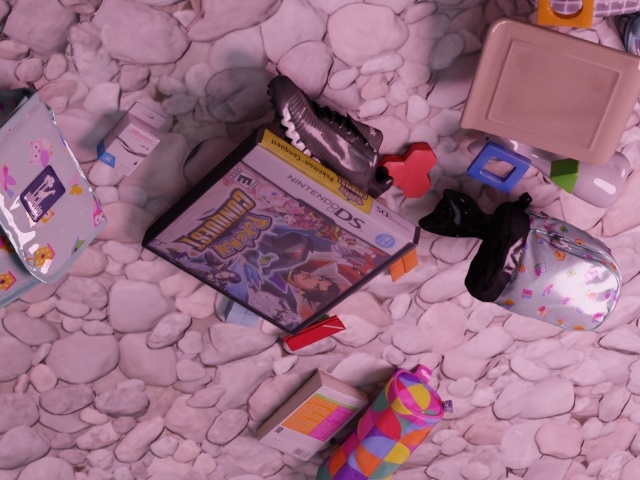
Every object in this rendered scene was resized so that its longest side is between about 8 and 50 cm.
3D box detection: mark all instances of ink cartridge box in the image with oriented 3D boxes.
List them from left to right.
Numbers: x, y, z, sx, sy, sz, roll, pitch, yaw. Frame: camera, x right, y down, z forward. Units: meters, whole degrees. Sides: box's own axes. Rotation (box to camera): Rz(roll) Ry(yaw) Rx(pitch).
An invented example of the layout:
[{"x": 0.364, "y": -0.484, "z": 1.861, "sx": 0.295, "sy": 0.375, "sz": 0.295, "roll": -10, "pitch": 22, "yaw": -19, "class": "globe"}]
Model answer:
[{"x": -0.232, "y": -0.124, "z": 1.952, "sx": 0.048, "sy": 0.028, "sz": 0.083, "roll": 30, "pitch": 117, "yaw": -30, "class": "ink cartridge box"}]

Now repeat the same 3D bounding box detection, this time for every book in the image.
[{"x": -0.011, "y": 0.258, "z": 2.305, "sx": 0.096, "sy": 0.035, "sz": 0.144, "roll": 29, "pitch": 119, "yaw": -33, "class": "book"}]

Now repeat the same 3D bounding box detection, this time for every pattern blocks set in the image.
[{"x": 0.000, "y": 0.000, "z": 2.102, "sx": 0.285, "sy": 0.026, "sz": 0.325, "roll": 3, "pitch": 128, "yaw": -14, "class": "pattern blocks set"}]

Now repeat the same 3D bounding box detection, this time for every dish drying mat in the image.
[{"x": -0.008, "y": 0.129, "z": 2.190, "sx": 0.083, "sy": 0.008, "sz": 0.032, "roll": -25, "pitch": 134, "yaw": 13, "class": "dish drying mat"}]

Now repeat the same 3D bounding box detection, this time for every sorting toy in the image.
[{"x": 0.280, "y": -0.185, "z": 1.899, "sx": 0.196, "sy": 0.047, "sz": 0.348, "roll": 14, "pitch": 139, "yaw": 1, "class": "sorting toy"}]

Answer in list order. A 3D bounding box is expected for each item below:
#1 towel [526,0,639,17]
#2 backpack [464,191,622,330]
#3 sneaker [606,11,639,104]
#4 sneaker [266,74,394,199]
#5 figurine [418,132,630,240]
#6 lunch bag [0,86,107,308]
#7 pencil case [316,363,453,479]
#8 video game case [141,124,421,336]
[{"x": 0.375, "y": -0.361, "z": 1.775, "sx": 0.283, "sy": 0.121, "sz": 0.235, "roll": -4, "pitch": 148, "yaw": 0, "class": "towel"}, {"x": 0.292, "y": 0.042, "z": 2.026, "sx": 0.182, "sy": 0.115, "sz": 0.152, "roll": 18, "pitch": 119, "yaw": -13, "class": "backpack"}, {"x": 0.434, "y": -0.205, "z": 1.960, "sx": 0.110, "sy": 0.122, "sz": 0.283, "roll": -31, "pitch": 128, "yaw": 14, "class": "sneaker"}, {"x": 0.018, "y": -0.127, "z": 1.953, "sx": 0.106, "sy": 0.078, "sz": 0.234, "roll": -29, "pitch": 127, "yaw": 6, "class": "sneaker"}, {"x": 0.263, "y": -0.064, "z": 2.069, "sx": 0.209, "sy": 0.092, "sz": 0.215, "roll": 18, "pitch": 122, "yaw": -19, "class": "figurine"}, {"x": -0.407, "y": -0.042, "z": 1.905, "sx": 0.262, "sy": 0.160, "sz": 0.223, "roll": -28, "pitch": 126, "yaw": -3, "class": "lunch bag"}, {"x": 0.089, "y": 0.291, "z": 2.309, "sx": 0.104, "sy": 0.104, "sz": 0.236, "roll": 22, "pitch": 122, "yaw": -26, "class": "pencil case"}, {"x": -0.053, "y": -0.003, "z": 2.004, "sx": 0.248, "sy": 0.035, "sz": 0.275, "roll": 32, "pitch": 136, "yaw": -20, "class": "video game case"}]
